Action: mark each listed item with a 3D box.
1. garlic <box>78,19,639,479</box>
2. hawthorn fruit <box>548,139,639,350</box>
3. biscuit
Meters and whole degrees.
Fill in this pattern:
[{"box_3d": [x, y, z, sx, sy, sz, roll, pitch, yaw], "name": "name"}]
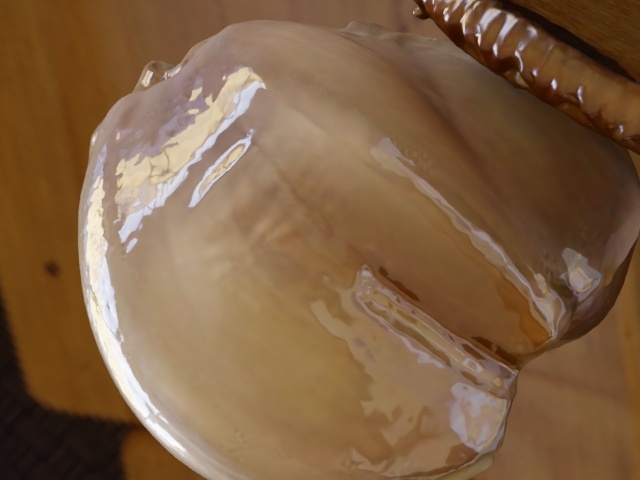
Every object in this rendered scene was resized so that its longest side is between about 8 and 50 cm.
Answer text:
[{"box_3d": [0.000, 0.000, 0.829, 0.228, 0.217, 0.110, 30, 169, 7], "name": "garlic"}, {"box_3d": [0.140, -0.020, 1.646, 0.267, 0.301, 0.268, -1, 88, 17], "name": "hawthorn fruit"}, {"box_3d": [0.164, -0.062, 0.868, 0.305, 0.305, 0.038, 29, 107, 10], "name": "biscuit"}]
